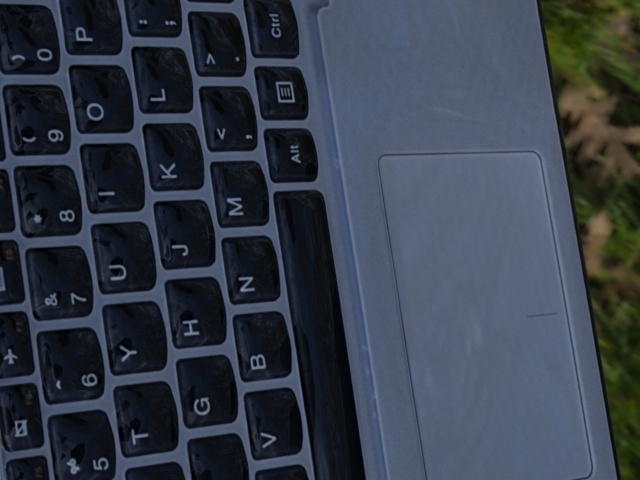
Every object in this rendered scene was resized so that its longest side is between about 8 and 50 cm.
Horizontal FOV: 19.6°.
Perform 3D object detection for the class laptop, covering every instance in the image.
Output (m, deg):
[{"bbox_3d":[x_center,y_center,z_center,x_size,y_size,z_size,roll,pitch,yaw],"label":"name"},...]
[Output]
[{"bbox_3d":[0.000,0.000,0.453,0.408,0.236,0.382,-3,82,-39],"label":"laptop"}]
